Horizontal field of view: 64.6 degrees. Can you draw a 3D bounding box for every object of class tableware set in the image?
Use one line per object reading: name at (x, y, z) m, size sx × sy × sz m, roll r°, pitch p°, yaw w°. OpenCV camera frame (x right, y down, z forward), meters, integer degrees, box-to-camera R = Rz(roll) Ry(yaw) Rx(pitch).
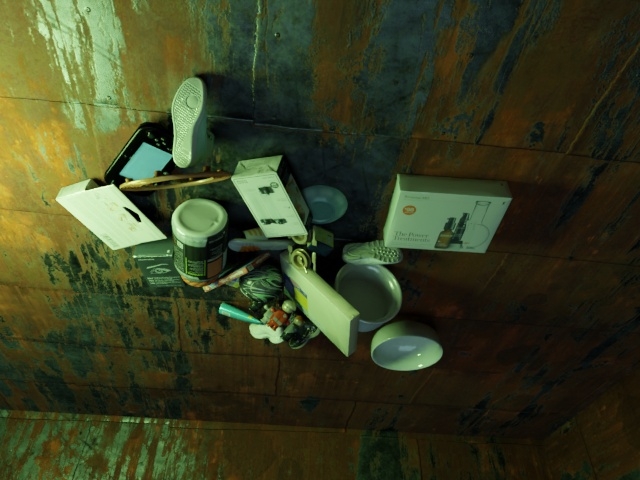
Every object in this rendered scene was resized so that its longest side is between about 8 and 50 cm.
tableware set at (-0.077, 0.026, 1.848) m, size 0.128 × 0.039 × 0.194 m, roll 15°, pitch 117°, yaw 31°

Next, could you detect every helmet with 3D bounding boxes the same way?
helmet at (-0.234, 0.167, 2.027) m, size 0.169 × 0.170 × 0.161 m, roll -8°, pitch 153°, yaw 11°

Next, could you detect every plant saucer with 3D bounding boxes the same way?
plant saucer at (-0.001, -0.114, 1.789) m, size 0.194 × 0.037 × 0.195 m, roll 0°, pitch 139°, yaw 0°

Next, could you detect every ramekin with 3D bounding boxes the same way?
ramekin at (0.171, 0.226, 2.010) m, size 0.277 × 0.277 × 0.135 m, roll 11°, pitch 146°, yaw -12°

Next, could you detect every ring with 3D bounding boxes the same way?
ring at (-0.443, -0.191, 1.561) m, size 0.336 × 0.032 × 0.336 m, roll -7°, pitch -177°, yaw 0°

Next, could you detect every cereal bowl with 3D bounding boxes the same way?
cereal bowl at (0.402, 0.479, 2.393) m, size 0.338 × 0.141 × 0.339 m, roll 0°, pitch 139°, yaw 0°

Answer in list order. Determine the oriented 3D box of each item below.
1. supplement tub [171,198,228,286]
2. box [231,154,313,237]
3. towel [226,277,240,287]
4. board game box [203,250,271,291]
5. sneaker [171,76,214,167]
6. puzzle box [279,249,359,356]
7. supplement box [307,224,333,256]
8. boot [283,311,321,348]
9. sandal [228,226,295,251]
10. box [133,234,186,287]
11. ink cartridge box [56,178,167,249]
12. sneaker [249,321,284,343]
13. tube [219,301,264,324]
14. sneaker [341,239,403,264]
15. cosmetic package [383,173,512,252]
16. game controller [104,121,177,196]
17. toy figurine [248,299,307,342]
supplement tub at (-0.434, 0.018, 1.830) m, size 0.193 × 0.194 × 0.316 m, roll 8°, pitch 138°, yaw -8°
box at (-0.155, -0.139, 1.693) m, size 0.169 × 0.087 × 0.290 m, roll -5°, pitch 137°, yaw 23°
towel at (-0.360, 0.172, 2.150) m, size 0.060 × 0.009 × 0.083 m, roll 23°, pitch 135°, yaw -23°
board game box at (-0.326, 0.121, 1.960) m, size 0.281 × 0.145 × 0.027 m, roll -24°, pitch 99°, yaw 40°
sneaker at (-0.364, -0.349, 1.491) m, size 0.094 × 0.151 × 0.256 m, roll 16°, pitch 107°, yaw 9°
puzzle box at (-0.009, 0.239, 1.975) m, size 0.052 × 0.409 × 0.272 m, roll -34°, pitch 148°, yaw -24°
supplement box at (0.000, 0.000, 1.884) m, size 0.083 × 0.083 × 0.056 m, roll 24°, pitch 134°, yaw -25°
boot at (-0.124, 0.416, 2.381) m, size 0.178 × 0.085 × 0.236 m, roll 30°, pitch 132°, yaw -23°
sandal at (-0.224, -0.007, 1.899) m, size 0.265 × 0.076 × 0.102 m, roll 0°, pitch 159°, yaw -32°
box at (-0.613, 0.083, 1.974) m, size 0.153 × 0.108 × 0.207 m, roll -1°, pitch 139°, yaw 2°
ink cartridge box at (-0.723, -0.095, 1.787) m, size 0.261 × 0.066 × 0.296 m, roll -11°, pitch 139°, yaw 21°
sneaker at (-0.245, 0.394, 2.335) m, size 0.232 × 0.090 × 0.115 m, roll 3°, pitch 108°, yaw 41°
tube at (-0.349, 0.336, 2.255) m, size 0.207 × 0.052 × 0.080 m, roll 20°, pitch 170°, yaw 9°
sneaker at (0.200, 0.057, 1.962) m, size 0.235 × 0.090 × 0.095 m, roll 5°, pitch 152°, yaw 1°
cosmetic package at (0.430, -0.088, 1.768) m, size 0.377 × 0.097 × 0.284 m, roll 3°, pitch 137°, yaw -3°
game controller at (-0.556, -0.250, 1.616) m, size 0.166 × 0.067 × 0.319 m, roll 30°, pitch 132°, yaw -29°
toy figurine at (-0.177, 0.307, 2.155) m, size 0.213 × 0.148 × 0.209 m, roll 31°, pitch 164°, yaw 38°
